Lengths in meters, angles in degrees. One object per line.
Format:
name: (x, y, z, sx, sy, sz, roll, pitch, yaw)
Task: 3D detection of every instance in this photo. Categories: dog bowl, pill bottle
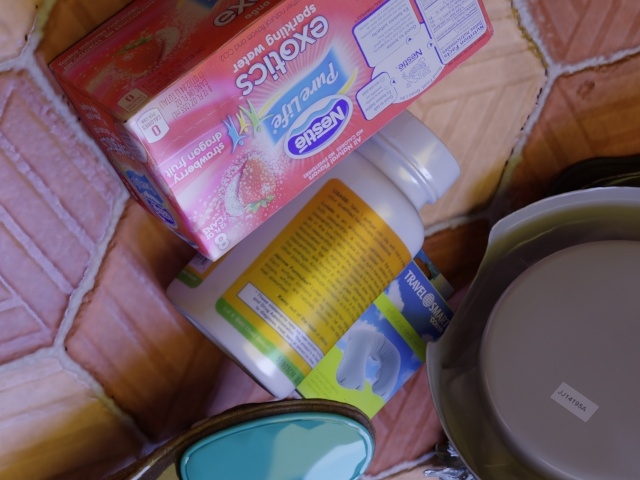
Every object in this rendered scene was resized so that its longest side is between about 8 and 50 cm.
dog bowl: (0.267, 0.123, 1.462, 0.349, 0.349, 0.102, -36, 151, -16)
pill bottle: (0.000, 0.000, 1.371, 0.245, 0.136, 0.136, -47, 129, -7)

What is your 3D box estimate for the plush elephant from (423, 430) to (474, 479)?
plush elephant: (0.303, 0.248, 1.599, 0.330, 0.255, 0.272, 19, 77, -30)

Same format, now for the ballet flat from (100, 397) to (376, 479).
ballet flat: (-0.122, 0.215, 1.390, 0.342, 0.124, 0.116, -28, 108, -8)

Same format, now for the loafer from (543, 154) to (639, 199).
loafer: (0.310, -0.040, 1.605, 0.220, 0.078, 0.080, -19, 121, -27)

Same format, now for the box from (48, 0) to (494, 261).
box: (-0.033, -0.147, 1.276, 0.300, 0.142, 0.154, -40, 128, -13)

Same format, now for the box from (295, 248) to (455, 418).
box: (0.052, 0.088, 1.509, 0.178, 0.042, 0.109, -46, 131, -8)
